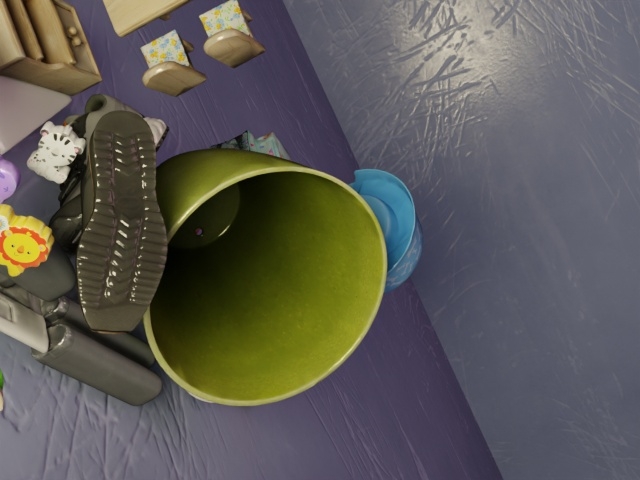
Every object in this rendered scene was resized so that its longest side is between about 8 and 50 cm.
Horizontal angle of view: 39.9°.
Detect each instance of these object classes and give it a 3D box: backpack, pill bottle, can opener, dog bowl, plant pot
[{"bbox_3d":[-0.100,-0.073,1.426,0.188,0.145,0.165,-89,158,-52],"label":"backpack"},{"bbox_3d":[-0.130,0.132,1.115,0.078,0.078,0.137,59,17,-28],"label":"pill bottle"},{"bbox_3d":[-0.231,0.080,0.822,0.280,0.093,0.074,52,15,-52],"label":"can opener"},{"bbox_3d":[0.000,0.000,1.166,0.074,0.297,0.165,39,54,-53],"label":"dog bowl"},{"bbox_3d":[-0.112,0.003,1.044,0.274,0.275,0.293,57,-10,-33],"label":"plant pot"}]

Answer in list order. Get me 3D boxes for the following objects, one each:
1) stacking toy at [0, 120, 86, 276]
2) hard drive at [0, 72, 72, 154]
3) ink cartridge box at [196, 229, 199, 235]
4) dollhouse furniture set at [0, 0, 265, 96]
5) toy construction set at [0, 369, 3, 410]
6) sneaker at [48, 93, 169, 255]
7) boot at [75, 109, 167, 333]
[{"bbox_3d":[-0.304,-0.075,0.703,0.221,0.052,0.167,27,27,-17],"label":"stacking toy"},{"bbox_3d":[-0.378,-0.244,0.887,0.307,0.040,0.203,62,15,-19],"label":"hard drive"},{"bbox_3d":[-0.189,-0.032,1.256,0.115,0.029,0.063,61,15,-18],"label":"ink cartridge box"},{"bbox_3d":[-0.218,-0.257,0.911,0.212,0.242,0.161,67,15,7],"label":"dollhouse furniture set"},{"bbox_3d":[-0.231,0.188,0.472,0.237,0.258,0.308,5,-73,57],"label":"toy construction set"},{"bbox_3d":[-0.259,-0.080,0.991,0.108,0.100,0.271,35,28,-17],"label":"sneaker"},{"bbox_3d":[-0.193,-0.003,0.816,0.077,0.137,0.197,11,70,-22],"label":"boot"}]
